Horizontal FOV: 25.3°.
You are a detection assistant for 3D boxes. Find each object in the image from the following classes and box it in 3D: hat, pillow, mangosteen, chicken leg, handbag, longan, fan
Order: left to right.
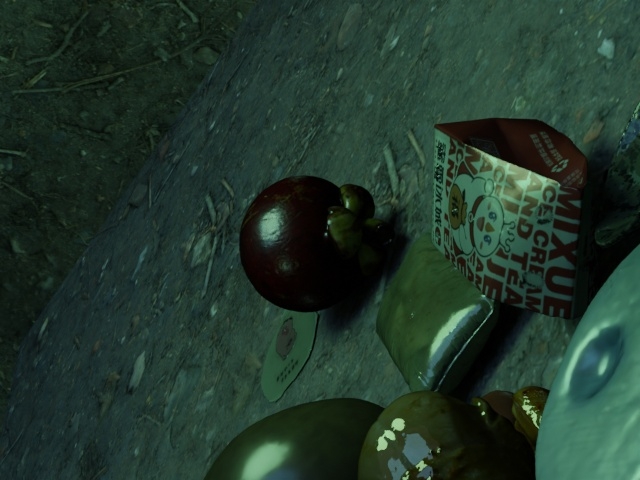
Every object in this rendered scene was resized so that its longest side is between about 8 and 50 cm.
[{"bbox_3d":[-0.058,0.137,2.409,0.182,0.010,0.310,-52,24,29],"label":"fan"},{"bbox_3d":[-0.016,0.344,1.701,0.350,0.288,0.288,-51,24,26],"label":"longan"},{"bbox_3d":[0.000,0.000,2.186,0.258,0.215,0.215,-11,53,41],"label":"mangosteen"},{"bbox_3d":[0.150,0.096,1.876,0.185,0.075,0.302,-59,19,12],"label":"pillow"},{"bbox_3d":[0.187,0.342,1.388,0.409,0.182,0.295,41,142,42],"label":"chicken leg"},{"bbox_3d":[0.233,-0.034,1.650,0.298,0.151,0.171,-127,35,-69],"label":"handbag"},{"bbox_3d":[0.385,-0.078,1.447,0.265,0.128,0.265,-61,6,10],"label":"hat"}]

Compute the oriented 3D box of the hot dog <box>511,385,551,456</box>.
[{"bbox_3d":[0.263,0.233,1.424,0.250,0.076,0.104,-128,23,-60],"label":"hot dog"}]

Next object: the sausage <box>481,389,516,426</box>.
[{"bbox_3d":[0.206,0.243,1.577,0.077,0.077,0.194,-51,27,31],"label":"sausage"}]

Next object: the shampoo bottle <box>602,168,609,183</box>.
[{"bbox_3d":[0.369,-0.072,1.616,0.137,0.027,0.048,3,71,67],"label":"shampoo bottle"}]

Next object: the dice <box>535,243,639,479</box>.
[{"bbox_3d":[0.339,0.144,1.065,0.264,0.268,0.262,-67,16,-19],"label":"dice"}]
